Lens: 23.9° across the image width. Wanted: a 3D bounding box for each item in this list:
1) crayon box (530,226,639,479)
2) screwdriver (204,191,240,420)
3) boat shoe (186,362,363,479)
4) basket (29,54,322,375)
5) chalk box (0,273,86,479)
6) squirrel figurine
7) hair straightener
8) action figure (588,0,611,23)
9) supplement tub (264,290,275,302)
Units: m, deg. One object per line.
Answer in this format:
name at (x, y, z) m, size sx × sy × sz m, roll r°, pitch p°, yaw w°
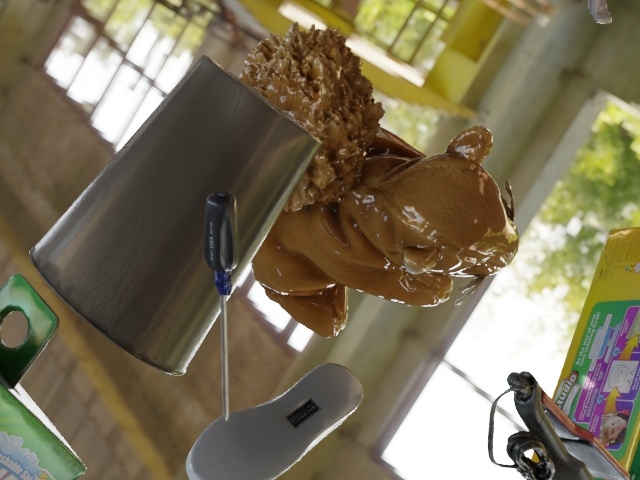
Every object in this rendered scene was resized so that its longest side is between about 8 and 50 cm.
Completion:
crayon box at (0.323, 0.121, 1.502) m, size 0.081 × 0.278 × 0.165 m, roll 26°, pitch 166°, yaw -21°
screwdriver at (-0.060, 0.047, 0.991) m, size 0.025 × 0.170 × 0.024 m, roll 1°, pitch -154°, yaw 12°
boat shoe at (-0.056, 0.229, 1.723) m, size 0.258 × 0.084 × 0.095 m, roll -22°, pitch -111°, yaw -40°
basket at (-0.116, -0.031, 1.282) m, size 0.154 × 0.227 × 0.204 m, roll 34°, pitch -176°, yaw -34°
chalk box at (-0.329, 0.152, 1.231) m, size 0.180 × 0.289 × 0.179 m, roll 39°, pitch 167°, yaw 47°
squirrel figurine at (0.038, -0.063, 1.778) m, size 0.397 × 0.281 × 0.370 m, roll 39°, pitch 168°, yaw -27°
hair straightener at (0.188, 0.179, 1.208) m, size 0.047 × 0.089 × 0.230 m, roll 6°, pitch 152°, yaw 32°
action figure at (0.400, -0.324, 1.529) m, size 0.330 × 0.341 × 0.178 m, roll -12°, pitch 121°, yaw 52°
supplement tub at (0.000, 0.000, 2.066) m, size 0.106 × 0.198 × 0.106 m, roll 19°, pitch -175°, yaw -2°
